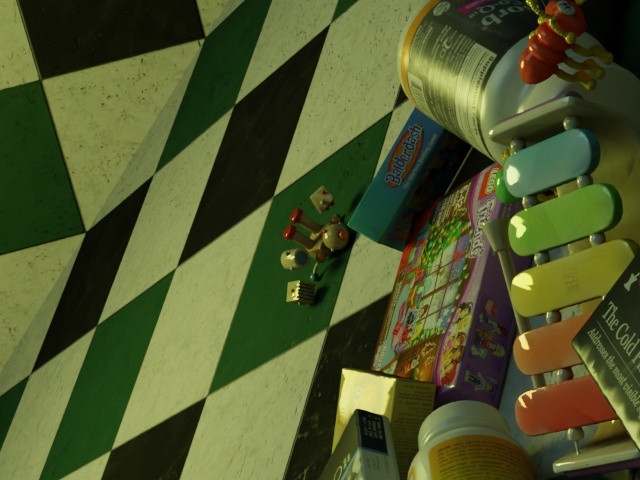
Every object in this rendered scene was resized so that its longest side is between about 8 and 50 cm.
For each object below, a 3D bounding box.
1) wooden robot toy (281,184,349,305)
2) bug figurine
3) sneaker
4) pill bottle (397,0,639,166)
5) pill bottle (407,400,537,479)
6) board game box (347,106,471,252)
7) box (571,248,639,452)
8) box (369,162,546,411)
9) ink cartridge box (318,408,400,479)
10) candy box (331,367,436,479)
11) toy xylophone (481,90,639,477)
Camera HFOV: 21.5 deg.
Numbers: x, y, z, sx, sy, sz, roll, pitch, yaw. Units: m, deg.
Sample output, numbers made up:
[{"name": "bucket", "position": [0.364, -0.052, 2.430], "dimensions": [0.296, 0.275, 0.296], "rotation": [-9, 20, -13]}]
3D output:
[{"name": "wooden robot toy", "position": [0.000, 0.000, 2.249], "dimensions": [0.079, 0.076, 0.173], "rotation": [-10, 54, 53]}, {"name": "bug figurine", "position": [0.251, -0.084, 1.507], "dimensions": [0.279, 0.072, 0.216], "rotation": [45, 127, 30]}, {"name": "sneaker", "position": [0.297, -0.306, 1.868], "dimensions": [0.106, 0.101, 0.267], "rotation": [-33, 39, 30]}, {"name": "pill bottle", "position": [0.207, -0.159, 1.740], "dimensions": [0.162, 0.162, 0.278], "rotation": [-59, 35, 7]}, {"name": "pill bottle", "position": [0.137, 0.240, 1.490], "dimensions": [0.117, 0.118, 0.208], "rotation": [-52, 22, 26]}, {"name": "board game box", "position": [0.120, -0.089, 1.971], "dimensions": [0.210, 0.047, 0.160], "rotation": [-60, -16, 2]}, {"name": "box", "position": [0.361, 0.056, 1.086], "dimensions": [0.312, 0.179, 0.343], "rotation": [-55, 20, 14]}, {"name": "box", "position": [0.140, 0.068, 1.809], "dimensions": [0.201, 0.057, 0.293], "rotation": [-33, 33, 53]}, {"name": "ink cartridge box", "position": [0.017, 0.296, 1.590], "dimensions": [0.206, 0.045, 0.208], "rotation": [-99, 29, -65]}, {"name": "candy box", "position": [0.057, 0.228, 1.705], "dimensions": [0.109, 0.053, 0.186], "rotation": [6, 87, 60]}, {"name": "toy xylophone", "position": [0.216, 0.046, 1.442], "dimensions": [0.236, 0.081, 0.322], "rotation": [-35, 65, 52]}]
